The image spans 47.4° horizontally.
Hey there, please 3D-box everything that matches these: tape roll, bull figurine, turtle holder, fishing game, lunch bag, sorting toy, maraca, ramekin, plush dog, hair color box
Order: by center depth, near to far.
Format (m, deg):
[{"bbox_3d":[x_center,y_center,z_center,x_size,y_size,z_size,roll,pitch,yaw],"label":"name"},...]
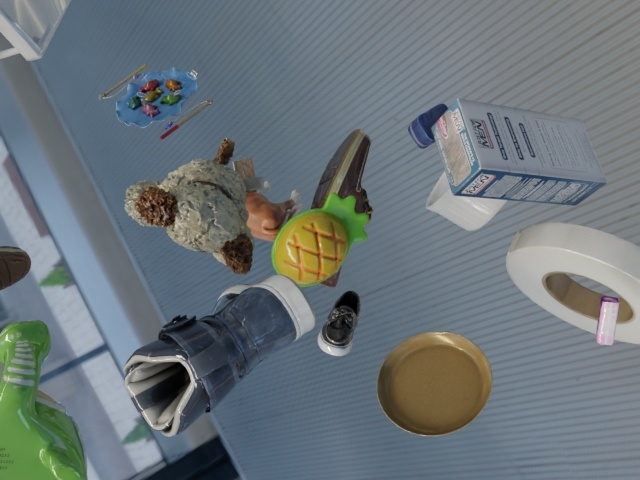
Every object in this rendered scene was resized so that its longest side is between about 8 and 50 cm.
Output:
[{"bbox_3d":[-0.451,0.288,0.992,0.227,0.244,0.320,-139,34,-65],"label":"turtle holder"},{"bbox_3d":[0.000,0.000,1.252,0.127,0.186,0.099,53,173,-24],"label":"maraca"},{"bbox_3d":[-0.202,-0.054,1.283,0.263,0.225,0.210,27,111,-18],"label":"plush dog"},{"bbox_3d":[0.418,-0.179,1.532,0.105,0.348,0.173,-48,46,50],"label":"hair color box"},{"bbox_3d":[-0.346,-0.310,1.533,0.264,0.189,0.041,37,159,38],"label":"fishing game"},{"bbox_3d":[0.244,-0.249,1.586,0.067,0.098,0.065,60,158,1],"label":"lunch bag"},{"bbox_3d":[0.599,0.098,1.603,0.392,0.072,0.392,28,163,10],"label":"tape roll"},{"bbox_3d":[-0.181,-0.154,1.742,0.012,0.062,0.083,6,111,45],"label":"sorting toy"},{"bbox_3d":[-0.170,-0.080,1.751,0.310,0.188,0.101,28,127,36],"label":"bull figurine"},{"bbox_3d":[0.400,-0.156,1.831,0.135,0.277,0.277,35,139,-2],"label":"ramekin"}]

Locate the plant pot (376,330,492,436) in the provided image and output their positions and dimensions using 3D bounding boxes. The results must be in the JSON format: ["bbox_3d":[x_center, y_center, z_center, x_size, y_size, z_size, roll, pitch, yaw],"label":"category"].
[{"bbox_3d":[0.233,0.294,1.488,0.236,0.236,0.032,26,155,37],"label":"plant pot"}]

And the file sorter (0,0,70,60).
[{"bbox_3d":[-0.395,-0.326,0.709,0.173,0.192,0.277,-8,143,22],"label":"file sorter"}]

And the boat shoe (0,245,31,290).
[{"bbox_3d":[-0.649,0.047,1.278,0.095,0.258,0.095,42,130,33],"label":"boat shoe"}]

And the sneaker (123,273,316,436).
[{"bbox_3d":[-0.114,0.112,0.701,0.086,0.163,0.226,54,155,2],"label":"sneaker"}]

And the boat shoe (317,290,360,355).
[{"bbox_3d":[0.052,0.179,1.647,0.080,0.228,0.076,16,112,11],"label":"boat shoe"}]

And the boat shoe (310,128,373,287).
[{"bbox_3d":[0.051,-0.064,1.552,0.123,0.123,0.341,-174,105,-76],"label":"boat shoe"}]

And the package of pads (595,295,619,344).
[{"bbox_3d":[0.524,0.146,1.332,0.032,0.050,0.083,7,100,15],"label":"package of pads"}]
